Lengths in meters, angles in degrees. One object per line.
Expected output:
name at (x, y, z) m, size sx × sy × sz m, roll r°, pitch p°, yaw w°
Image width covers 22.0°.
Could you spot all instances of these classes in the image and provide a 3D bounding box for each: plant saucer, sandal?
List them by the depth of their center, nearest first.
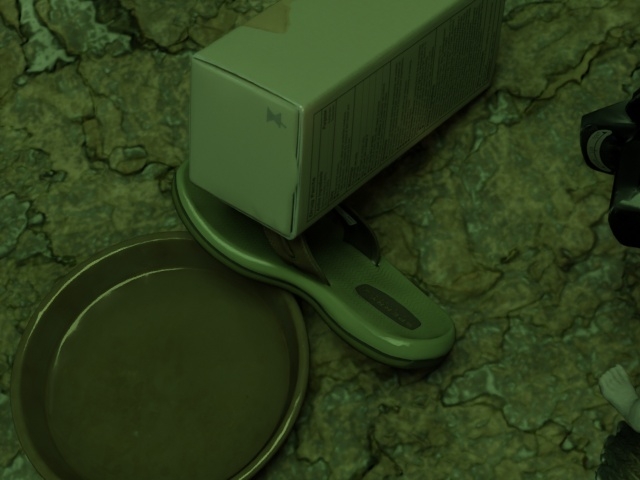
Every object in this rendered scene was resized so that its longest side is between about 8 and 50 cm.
sandal at (0.002, 0.000, 1.465) m, size 0.303 × 0.086 × 0.120 m, roll 33°, pitch 40°, yaw 20°
plant saucer at (-0.142, 0.122, 1.483) m, size 0.278 × 0.041 × 0.278 m, roll -5°, pitch 62°, yaw 9°

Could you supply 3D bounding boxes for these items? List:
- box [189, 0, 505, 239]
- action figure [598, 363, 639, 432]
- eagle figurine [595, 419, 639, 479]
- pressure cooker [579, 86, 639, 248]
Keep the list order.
box at (0.029, -0.149, 1.459) m, size 0.121 × 0.148 × 0.311 m, roll 29°, pitch 44°, yaw 26°
action figure at (0.394, 0.073, 1.073) m, size 0.341 × 0.330 × 0.178 m, roll 25°, pitch 51°, yaw -9°
eagle figurine at (0.292, 0.287, 1.198) m, size 0.225 × 0.226 × 0.298 m, roll 26°, pitch 99°, yaw 57°
pressure cooker at (0.426, -0.116, 1.280) m, size 0.370 × 0.375 × 0.420 m, roll -20°, pitch 51°, yaw 54°
